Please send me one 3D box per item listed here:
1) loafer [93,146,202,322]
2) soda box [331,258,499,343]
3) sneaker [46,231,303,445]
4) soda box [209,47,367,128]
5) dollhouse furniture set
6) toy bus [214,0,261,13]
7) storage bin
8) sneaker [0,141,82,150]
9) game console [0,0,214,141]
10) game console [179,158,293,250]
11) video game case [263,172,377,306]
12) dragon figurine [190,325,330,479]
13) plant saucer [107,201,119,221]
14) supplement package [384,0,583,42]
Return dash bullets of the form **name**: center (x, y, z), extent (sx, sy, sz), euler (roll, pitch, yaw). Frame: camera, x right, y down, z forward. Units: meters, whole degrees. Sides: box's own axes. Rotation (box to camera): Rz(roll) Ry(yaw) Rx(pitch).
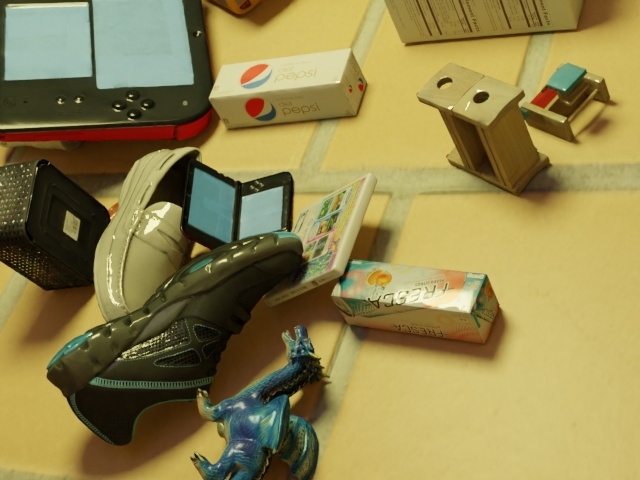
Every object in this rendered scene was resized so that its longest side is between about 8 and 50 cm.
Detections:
- **loafer**: center (-0.221, -0.009, 1.553), extent (0.111, 0.112, 0.319), euler (-26, 41, 28)
- **soda box**: center (0.109, 0.069, 1.342), extent (0.183, 0.063, 0.058), euler (5, 53, 32)
- **sneaker**: center (-0.155, 0.110, 1.410), extent (0.341, 0.139, 0.125), euler (-33, 8, -6)
- **soda box**: center (-0.048, -0.218, 1.688), extent (0.216, 0.069, 0.073), euler (-4, 49, 27)
- **dollhouse furniture set**: center (0.240, -0.180, 1.451), extent (0.183, 0.129, 0.129), euler (-45, 45, -14)
- **toy bus**: center (-0.175, -0.476, 1.948), extent (0.108, 0.130, 0.333), euler (-40, 44, -12)
- **storage bin**: center (-0.373, -0.018, 1.587), extent (0.084, 0.180, 0.122), euler (-8, 62, 24)
- **sneaker**: center (-0.438, -0.272, 1.920), extent (0.169, 0.108, 0.292), euler (1, 53, 26)
- **game console**: center (-0.346, -0.302, 1.805), extent (0.342, 0.060, 0.386), euler (-1, 50, -13)
- **game console**: center (-0.109, -0.050, 1.553), extent (0.124, 0.085, 0.144), euler (-15, 46, 17)
- **video game case**: center (0.000, 0.000, 1.450), extent (0.143, 0.019, 0.157), euler (-26, 33, 46)
- **dragon figurine**: center (-0.058, 0.220, 1.277), extent (0.144, 0.085, 0.289), euler (-16, 44, 16)
- **plant saucer**: center (-0.281, -0.028, 1.678), extent (0.084, 0.013, 0.083), euler (-15, 44, 16)
- **supplement package**: center (0.228, -0.422, 1.630), extent (0.263, 0.198, 0.199), euler (0, 51, 28)
